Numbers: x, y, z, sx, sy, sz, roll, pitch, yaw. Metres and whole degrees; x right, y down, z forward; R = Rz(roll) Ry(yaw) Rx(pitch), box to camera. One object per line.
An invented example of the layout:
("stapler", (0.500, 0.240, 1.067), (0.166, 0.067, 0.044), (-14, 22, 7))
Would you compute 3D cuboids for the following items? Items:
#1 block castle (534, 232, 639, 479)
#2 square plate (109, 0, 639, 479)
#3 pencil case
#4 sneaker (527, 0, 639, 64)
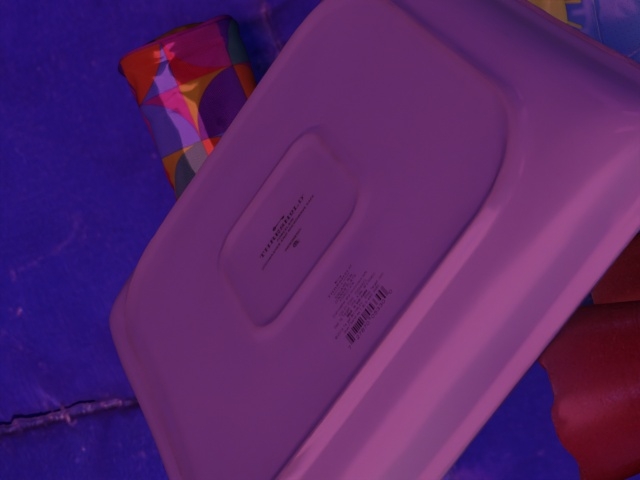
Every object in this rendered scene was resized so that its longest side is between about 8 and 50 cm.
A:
("block castle", (0.246, 0.220, 0.663), (0.213, 0.303, 0.453), (-18, 94, 19))
("square plate", (0.000, 0.000, 0.675), (0.347, 0.049, 0.344), (-54, 32, 12))
("pencil case", (-0.063, -0.041, 0.884), (0.104, 0.104, 0.236), (-18, 95, 30))
("sneaker", (0.149, -0.186, 0.751), (0.126, 0.091, 0.240), (-13, 98, 11))
